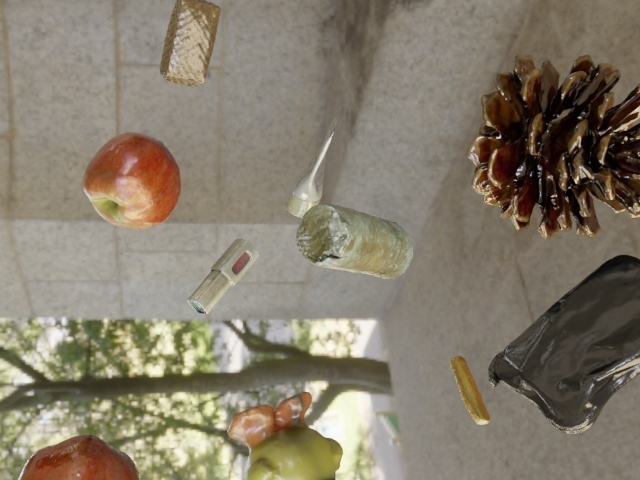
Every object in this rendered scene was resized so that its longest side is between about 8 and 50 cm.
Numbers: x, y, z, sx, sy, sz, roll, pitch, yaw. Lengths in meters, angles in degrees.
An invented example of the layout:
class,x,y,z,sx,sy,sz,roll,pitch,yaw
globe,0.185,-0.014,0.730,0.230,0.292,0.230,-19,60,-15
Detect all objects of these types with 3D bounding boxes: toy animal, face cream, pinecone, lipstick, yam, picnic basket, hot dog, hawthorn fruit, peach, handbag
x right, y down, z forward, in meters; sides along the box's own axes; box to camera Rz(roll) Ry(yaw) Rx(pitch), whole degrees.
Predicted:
class,x,y,z,sx,sy,sz,roll,pitch,yaw
toy animal,-0.048,0.487,1.532,0.338,0.216,0.191,60,138,26
face cream,-0.009,-0.160,1.686,0.114,0.070,0.224,-79,9,-61
pinecone,0.490,-0.175,1.445,0.384,0.385,0.384,180,90,-79
lipstick,-0.291,0.107,2.323,0.077,0.253,0.079,1,134,49
yam,0.053,0.004,1.122,0.259,0.093,0.093,12,-104,-63
picnic basket,-0.285,-0.438,1.724,0.055,0.110,0.193,36,114,64
hot dog,0.421,0.431,2.239,0.047,0.066,0.215,-43,53,32
hawthorn fruit,-0.401,0.460,1.288,0.262,0.211,0.210,-104,18,-51
peach,-0.443,-0.156,1.894,0.256,0.232,0.232,-51,-17,-38
handbag,0.441,0.165,1.262,0.191,0.332,0.075,41,167,45
